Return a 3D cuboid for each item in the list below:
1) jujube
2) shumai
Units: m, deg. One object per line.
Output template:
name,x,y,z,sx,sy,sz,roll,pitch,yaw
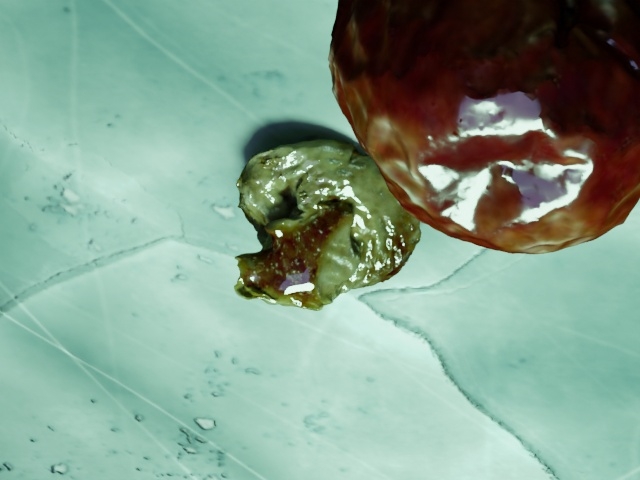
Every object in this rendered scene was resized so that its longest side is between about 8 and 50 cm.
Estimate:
jujube,0.110,-0.112,1.107,0.213,0.232,0.213,8,139,8
shumai,0.007,-0.003,1.387,0.139,0.105,0.123,17,144,-41
